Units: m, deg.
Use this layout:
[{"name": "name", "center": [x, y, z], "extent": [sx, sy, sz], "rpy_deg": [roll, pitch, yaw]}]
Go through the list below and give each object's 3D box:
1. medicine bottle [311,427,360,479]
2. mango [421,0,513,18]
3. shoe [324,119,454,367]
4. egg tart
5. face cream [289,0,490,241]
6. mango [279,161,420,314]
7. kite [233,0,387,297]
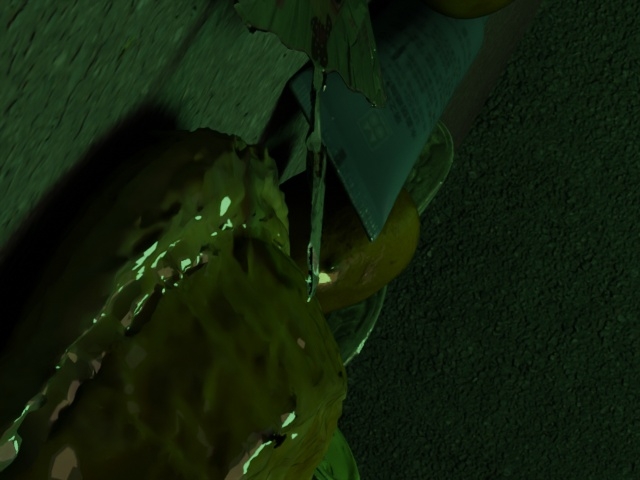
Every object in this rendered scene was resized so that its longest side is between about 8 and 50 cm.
[{"name": "medicine bottle", "center": [-0.088, 0.246, 1.647], "extent": [0.239, 0.124, 0.124], "rpy_deg": [-34, -179, 15]}, {"name": "mango", "center": [0.122, -0.233, 1.340], "extent": [0.138, 0.113, 0.253], "rpy_deg": [-59, 176, 4]}, {"name": "shoe", "center": [0.018, 0.016, 1.751], "extent": [0.316, 0.124, 0.159], "rpy_deg": [-57, -178, -17]}, {"name": "egg tart", "center": [-0.106, 0.119, 0.981], "extent": [0.388, 0.169, 0.388], "rpy_deg": [-54, 170, -13]}, {"name": "face cream", "center": [0.068, -0.141, 1.446], "extent": [0.086, 0.136, 0.385], "rpy_deg": [-18, -161, 28]}, {"name": "mango", "center": [0.000, 0.000, 1.389], "extent": [0.227, 0.147, 0.109], "rpy_deg": [-47, 134, -71]}, {"name": "kite", "center": [-0.003, -0.094, 0.945], "extent": [0.229, 0.012, 0.250], "rpy_deg": [15, 75, -67]}]
